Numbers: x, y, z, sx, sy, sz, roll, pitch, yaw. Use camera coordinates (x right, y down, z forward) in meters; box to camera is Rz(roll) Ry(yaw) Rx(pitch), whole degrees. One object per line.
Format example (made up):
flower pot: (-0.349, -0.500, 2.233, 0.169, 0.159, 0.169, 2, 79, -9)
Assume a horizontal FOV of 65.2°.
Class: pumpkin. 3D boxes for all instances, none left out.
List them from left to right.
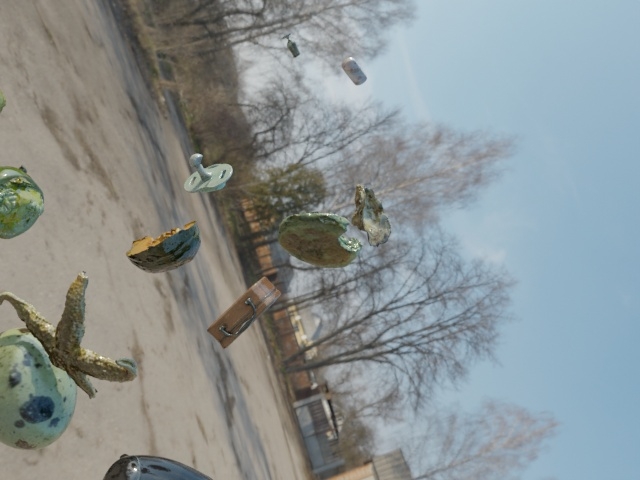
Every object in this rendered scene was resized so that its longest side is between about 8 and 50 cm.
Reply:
pumpkin: (-0.431, 0.048, 1.293, 0.163, 0.278, 0.111, -40, 112, -56)

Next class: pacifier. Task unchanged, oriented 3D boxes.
pacifier: (-0.321, -0.195, 1.393, 0.127, 0.150, 0.117, -71, 146, -43)

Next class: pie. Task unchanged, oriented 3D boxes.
pie: (-0.007, 0.001, 1.743, 0.302, 0.302, 0.067, 81, 21, -52)

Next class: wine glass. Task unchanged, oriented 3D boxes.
wine glass: (-0.107, -0.712, 1.832, 0.039, 0.042, 0.083, -15, -73, 48)

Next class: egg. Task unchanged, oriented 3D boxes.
egg: (-0.912, 0.456, 1.550, 0.379, 0.287, 0.287, 59, -10, 15)

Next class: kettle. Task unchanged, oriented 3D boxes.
kettle: (-0.397, 0.649, 1.216, 0.290, 0.207, 0.268, 53, -9, -34)

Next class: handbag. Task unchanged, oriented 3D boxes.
handbag: (-0.193, 0.182, 1.264, 0.072, 0.193, 0.151, 48, 1, 0)

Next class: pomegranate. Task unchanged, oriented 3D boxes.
pomegranate: (-1.116, -0.108, 1.713, 0.260, 0.341, 0.260, 35, -19, 14)

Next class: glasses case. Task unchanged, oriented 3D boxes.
glasses case: (0.073, -0.362, 1.073, 0.083, 0.032, 0.021, 31, 33, -57)

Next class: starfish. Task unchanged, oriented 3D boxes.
starfish: (-0.724, 0.267, 1.443, 0.432, 0.324, 0.082, 56, 26, -1)

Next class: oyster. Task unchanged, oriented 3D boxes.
oyster: (0.130, -0.069, 1.349, 0.056, 0.105, 0.177, -17, -82, 56)

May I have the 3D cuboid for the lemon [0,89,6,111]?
lemon: (-0.977, -0.387, 1.360, 0.248, 0.184, 0.184, -11, 82, -60)
